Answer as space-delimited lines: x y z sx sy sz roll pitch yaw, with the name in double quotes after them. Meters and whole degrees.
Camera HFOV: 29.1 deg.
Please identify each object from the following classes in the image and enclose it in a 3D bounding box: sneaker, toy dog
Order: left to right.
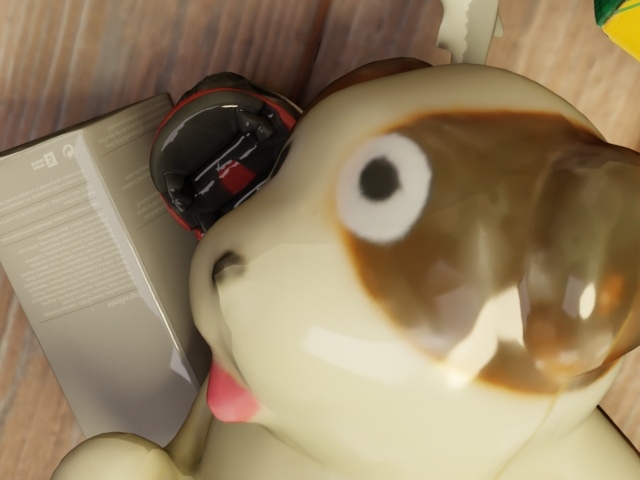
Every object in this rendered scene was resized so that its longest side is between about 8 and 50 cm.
0.000 0.000 0.767 0.098 0.135 0.276 -37 117 10 "sneaker"
0.071 0.116 0.612 0.395 0.284 0.408 -20 121 -13 "toy dog"

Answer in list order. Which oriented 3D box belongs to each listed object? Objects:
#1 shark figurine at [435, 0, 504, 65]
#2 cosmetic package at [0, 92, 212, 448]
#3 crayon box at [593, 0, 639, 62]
0.080 -0.179 0.684 0.166 0.116 0.278 -13 96 56 "shark figurine"
-0.115 0.036 0.801 0.107 0.127 0.238 -16 99 22 "cosmetic package"
0.290 -0.094 0.593 0.278 0.081 0.165 34 125 -13 "crayon box"
